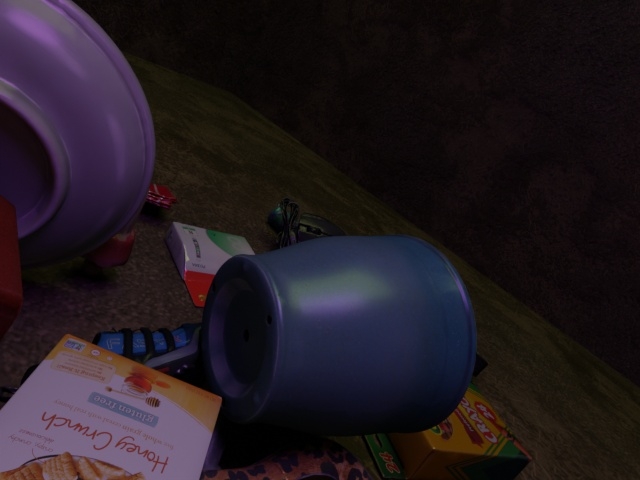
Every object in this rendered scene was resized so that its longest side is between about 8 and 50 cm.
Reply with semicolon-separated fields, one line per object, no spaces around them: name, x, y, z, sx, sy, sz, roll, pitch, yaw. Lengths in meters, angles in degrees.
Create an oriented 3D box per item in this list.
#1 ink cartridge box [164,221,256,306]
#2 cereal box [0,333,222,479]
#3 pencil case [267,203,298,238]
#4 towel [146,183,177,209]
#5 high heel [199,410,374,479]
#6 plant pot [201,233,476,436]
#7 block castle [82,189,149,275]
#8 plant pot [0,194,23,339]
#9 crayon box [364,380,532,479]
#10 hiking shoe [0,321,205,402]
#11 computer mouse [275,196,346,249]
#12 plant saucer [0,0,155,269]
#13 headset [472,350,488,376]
ink cartridge box;-0.203;0.055;0.963;0.181;0.056;0.224;15;23;-41
cereal box;-0.188;0.194;0.374;0.173;0.047;0.240;27;22;-12
pencil case;-0.088;-0.040;1.370;0.070;0.064;0.152;-20;50;-34
towel;-0.462;-0.143;1.033;0.275;0.031;0.199;22;4;-27
high heel;-0.041;0.308;0.525;0.261;0.093;0.186;30;27;-6
plant pot;0.003;0.117;0.581;0.255;0.271;0.271;5;30;-38
block castle;-0.506;-0.136;0.722;0.453;0.212;0.303;22;21;-30
plant pot;-0.417;0.036;0.384;0.236;0.267;0.267;30;13;-46
crayon box;0.208;0.329;0.850;0.319;0.081;0.202;19;22;-31
hiking shoe;-0.220;0.145;0.596;0.132;0.113;0.304;35;18;10
computer mouse;0.000;0.000;1.290;0.272;0.072;0.188;24;58;-43
plant saucer;-0.396;-0.103;0.519;0.401;0.400;0.100;21;26;-29
headset;0.275;0.171;1.156;0.394;0.185;0.243;41;3;-17
